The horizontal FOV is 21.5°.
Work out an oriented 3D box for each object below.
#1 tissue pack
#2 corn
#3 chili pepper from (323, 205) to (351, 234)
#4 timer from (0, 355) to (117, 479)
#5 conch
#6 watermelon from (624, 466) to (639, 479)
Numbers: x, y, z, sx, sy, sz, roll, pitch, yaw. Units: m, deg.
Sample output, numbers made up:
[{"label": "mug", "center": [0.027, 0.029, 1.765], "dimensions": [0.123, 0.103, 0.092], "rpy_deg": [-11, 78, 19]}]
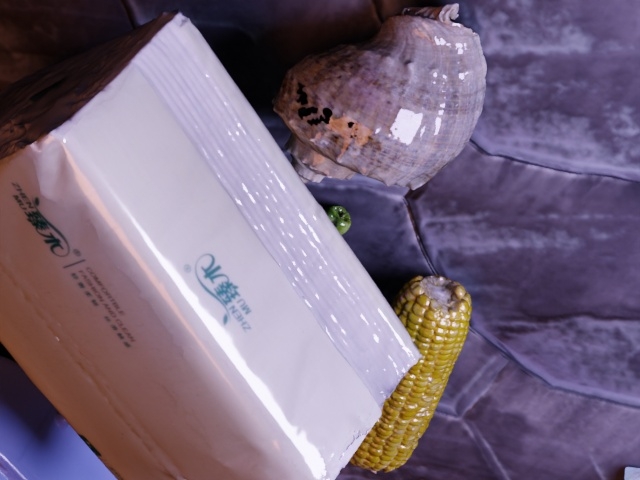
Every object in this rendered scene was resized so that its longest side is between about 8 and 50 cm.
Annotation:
[{"label": "tissue pack", "center": [-0.140, 0.028, 1.436], "dimensions": [0.297, 0.207, 0.380], "rpy_deg": [-14, 118, 51]}, {"label": "corn", "center": [0.074, 0.125, 1.526], "dimensions": [0.080, 0.080, 0.238], "rpy_deg": [26, 130, 9]}, {"label": "chili pepper", "center": [-0.002, 0.000, 1.513], "dimensions": [0.034, 0.030, 0.091], "rpy_deg": [18, 134, -17]}, {"label": "timer", "center": [-0.369, 0.303, 1.790], "dimensions": [0.395, 0.173, 0.395], "rpy_deg": [10, 131, 12]}, {"label": "conch", "center": [0.055, -0.112, 1.386], "dimensions": [0.155, 0.130, 0.207], "rpy_deg": [30, 113, -39]}, {"label": "watermelon", "center": [0.310, 0.232, 1.495], "dimensions": [0.085, 0.085, 0.061], "rpy_deg": [42, 95, -4]}]
